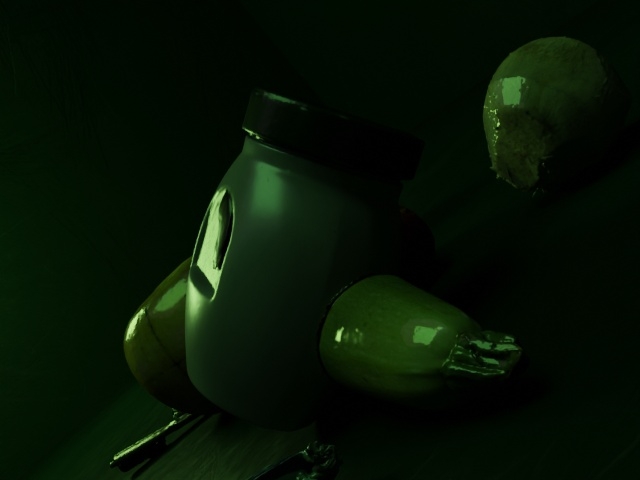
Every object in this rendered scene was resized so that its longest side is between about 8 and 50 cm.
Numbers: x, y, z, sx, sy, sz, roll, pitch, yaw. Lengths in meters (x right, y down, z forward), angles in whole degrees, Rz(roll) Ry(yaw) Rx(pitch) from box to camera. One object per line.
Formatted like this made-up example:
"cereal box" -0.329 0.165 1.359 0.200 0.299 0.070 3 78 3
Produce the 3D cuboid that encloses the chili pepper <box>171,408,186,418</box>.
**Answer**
"chili pepper" -0.259 0.321 1.648 0.030 0.034 0.091 16 47 42

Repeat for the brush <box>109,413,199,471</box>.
"brush" -0.268 0.346 1.494 0.248 0.036 0.043 -33 11 7

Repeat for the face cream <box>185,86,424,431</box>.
"face cream" -0.029 0.019 0.983 0.312 0.220 0.356 38 111 66

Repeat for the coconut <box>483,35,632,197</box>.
"coconut" 0.299 -0.168 1.064 0.194 0.194 0.194 -40 6 5

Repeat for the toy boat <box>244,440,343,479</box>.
"toy boat" -0.035 0.246 0.641 0.220 0.067 0.291 -42 9 -20

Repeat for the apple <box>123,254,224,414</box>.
"apple" -0.184 0.155 1.396 0.286 0.233 0.286 -42 9 8

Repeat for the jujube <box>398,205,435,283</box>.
"jujube" 0.080 0.012 1.225 0.155 0.155 0.230 -42 8 -15

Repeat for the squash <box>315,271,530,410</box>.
"squash" 0.077 0.096 0.746 0.137 0.137 0.287 -41 8 -9
